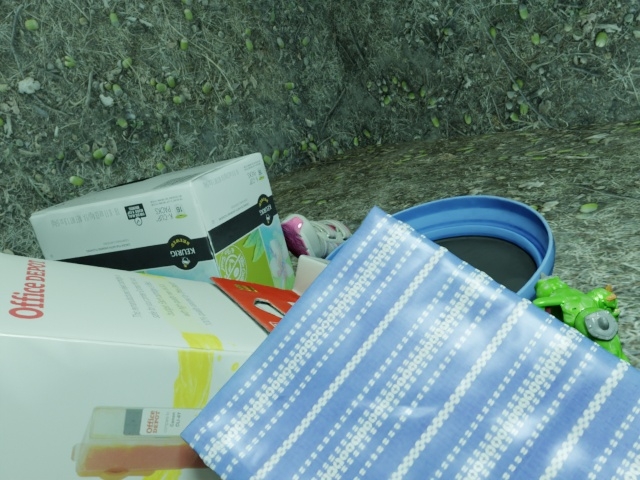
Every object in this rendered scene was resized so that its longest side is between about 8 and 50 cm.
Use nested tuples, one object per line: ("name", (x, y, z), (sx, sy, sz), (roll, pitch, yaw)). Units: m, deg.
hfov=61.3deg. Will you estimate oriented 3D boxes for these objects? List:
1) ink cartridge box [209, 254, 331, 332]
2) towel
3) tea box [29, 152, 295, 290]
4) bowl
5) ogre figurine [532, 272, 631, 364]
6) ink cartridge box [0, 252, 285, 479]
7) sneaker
("ink cartridge box", (0.027, 0.064, 0.606), (0.239, 0.060, 0.275), (14, 2, -26))
("towel", (0.091, 0.144, 0.352), (0.336, 0.040, 0.243), (35, 77, 27))
("tea box", (-0.244, 0.054, 0.919), (0.329, 0.323, 0.220), (-9, 16, 25))
("bowl", (0.162, 0.061, 0.843), (0.391, 0.077, 0.391), (-21, 25, 10))
("ogre figurine", (0.289, 0.112, 0.607), (0.097, 0.118, 0.197), (-10, 17, 18))
("ink cartridge box", (-0.150, 0.137, 0.551), (0.385, 0.160, 0.279), (12, 4, -27))
("sneaker", (0.000, 0.000, 1.030), (0.103, 0.252, 0.111), (39, 84, 24))
